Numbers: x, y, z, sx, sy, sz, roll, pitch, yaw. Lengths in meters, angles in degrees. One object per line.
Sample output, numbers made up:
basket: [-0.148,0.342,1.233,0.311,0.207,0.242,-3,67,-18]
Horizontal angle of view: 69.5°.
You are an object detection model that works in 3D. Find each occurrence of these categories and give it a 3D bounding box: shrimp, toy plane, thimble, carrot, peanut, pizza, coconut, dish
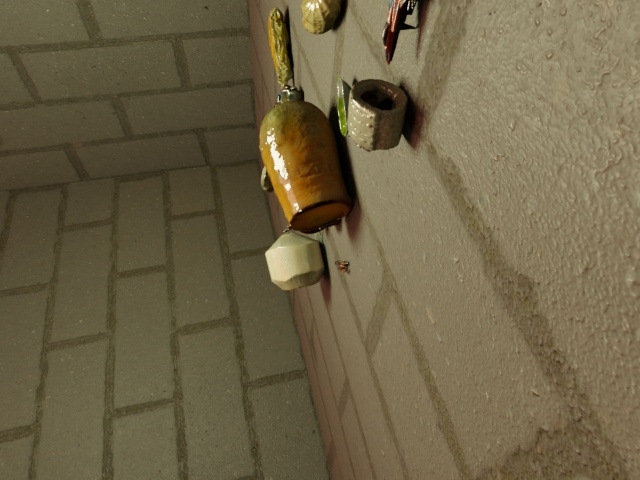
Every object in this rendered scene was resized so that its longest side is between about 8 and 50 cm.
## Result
shrimp: [0.070,0.082,1.467,0.092,0.029,0.038,176,86,-75]
toy plane: [0.126,-0.369,0.716,0.130,0.061,0.189,-112,12,-47]
thimble: [0.101,-0.228,0.841,0.090,0.102,0.115,93,171,-50]
shrimp: [-0.165,-0.389,1.819,0.221,0.110,0.445,-64,-8,-59]
carrot: [-0.047,-0.216,1.314,0.224,0.224,0.340,113,142,-70]
peanut: [-0.002,-0.562,1.138,0.083,0.093,0.194,68,169,-9]
pizza: [-0.155,-0.744,1.850,0.280,0.075,0.287,-151,50,-81]
coconut: [-0.097,0.073,1.810,0.241,0.241,0.241,171,90,-79]
dish: [0.068,-0.323,1.111,0.091,0.039,0.137,-118,22,-73]

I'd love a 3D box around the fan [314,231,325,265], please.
fan: [-0.001,0.000,1.816,0.329,0.009,0.190,98,161,-58]

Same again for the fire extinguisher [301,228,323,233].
fire extinguisher: [-0.071,-0.193,1.705,0.114,0.135,0.337,-36,52,29]

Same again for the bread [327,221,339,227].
bread: [0.012,-0.120,1.479,0.160,0.073,0.160,168,90,-82]
